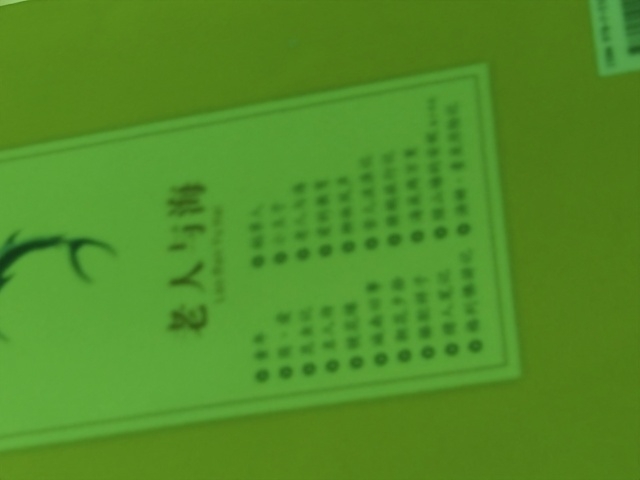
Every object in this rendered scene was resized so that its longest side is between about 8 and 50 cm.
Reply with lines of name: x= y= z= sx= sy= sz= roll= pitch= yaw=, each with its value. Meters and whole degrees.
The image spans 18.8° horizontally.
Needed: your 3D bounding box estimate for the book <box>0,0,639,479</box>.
book: x=-0.017 y=0.009 z=0.660 sx=0.389 sy=0.032 sz=0.269 roll=-8 pitch=58 yaw=12
